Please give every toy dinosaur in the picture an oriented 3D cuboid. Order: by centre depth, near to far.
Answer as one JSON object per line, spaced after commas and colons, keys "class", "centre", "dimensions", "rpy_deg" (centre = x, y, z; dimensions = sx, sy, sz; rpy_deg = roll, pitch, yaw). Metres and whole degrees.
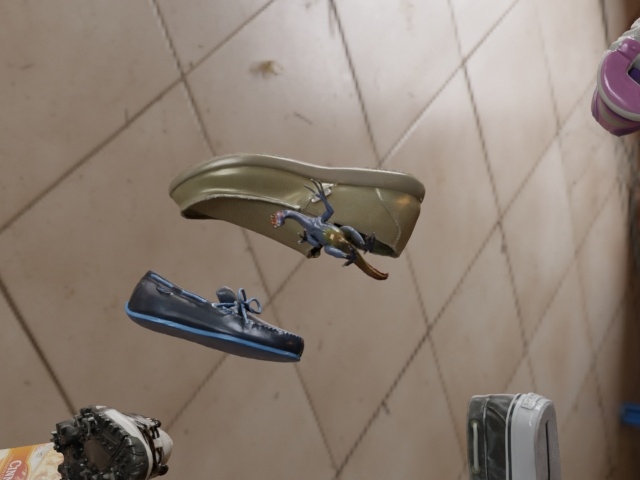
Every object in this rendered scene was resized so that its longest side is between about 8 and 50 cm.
{"class": "toy dinosaur", "centre": [0.000, 0.000, 0.792], "dimensions": [0.047, 0.082, 0.090], "rpy_deg": [-45, 131, -25]}

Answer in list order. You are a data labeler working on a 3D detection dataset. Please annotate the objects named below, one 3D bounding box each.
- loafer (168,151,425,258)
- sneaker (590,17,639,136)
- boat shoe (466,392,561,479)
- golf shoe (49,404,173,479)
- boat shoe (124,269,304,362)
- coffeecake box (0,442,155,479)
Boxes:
{"class": "loafer", "centre": [-0.024, -0.030, 1.030], "dimensions": [0.102, 0.268, 0.092], "rpy_deg": [101, -9, -74]}
{"class": "sneaker", "centre": [0.337, -0.187, 0.964], "dimensions": [0.236, 0.095, 0.104], "rpy_deg": [-46, 166, -17]}
{"class": "boat shoe", "centre": [0.247, 0.353, 1.304], "dimensions": [0.121, 0.119, 0.335], "rpy_deg": [-12, 104, -53]}
{"class": "golf shoe", "centre": [-0.162, 0.171, 0.838], "dimensions": [0.093, 0.198, 0.077], "rpy_deg": [-5, 86, -27]}
{"class": "boat shoe", "centre": [-0.142, 0.100, 1.389], "dimensions": [0.109, 0.258, 0.089], "rpy_deg": [104, 3, -70]}
{"class": "coffeecake box", "centre": [-0.281, 0.279, 1.055], "dimensions": [0.142, 0.185, 0.068], "rpy_deg": [-89, 170, -66]}
